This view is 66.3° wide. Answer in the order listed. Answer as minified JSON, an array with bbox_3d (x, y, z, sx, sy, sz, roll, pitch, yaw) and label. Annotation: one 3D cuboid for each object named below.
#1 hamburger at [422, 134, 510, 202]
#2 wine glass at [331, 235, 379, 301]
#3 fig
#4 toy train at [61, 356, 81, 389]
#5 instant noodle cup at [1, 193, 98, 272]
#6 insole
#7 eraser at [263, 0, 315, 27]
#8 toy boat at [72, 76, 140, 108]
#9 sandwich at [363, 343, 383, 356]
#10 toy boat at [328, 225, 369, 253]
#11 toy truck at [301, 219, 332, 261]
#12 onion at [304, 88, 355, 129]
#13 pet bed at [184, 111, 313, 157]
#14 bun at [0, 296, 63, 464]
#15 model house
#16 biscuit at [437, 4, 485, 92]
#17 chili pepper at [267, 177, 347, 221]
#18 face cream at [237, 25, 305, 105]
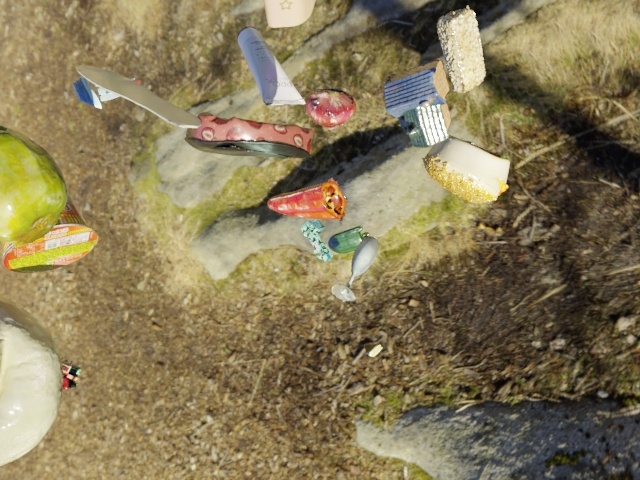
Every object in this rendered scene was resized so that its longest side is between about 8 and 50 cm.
[{"bbox_3d":[0.487,-0.233,1.642,0.276,0.294,0.179,-117,48,-71],"label":"hamburger"},{"bbox_3d":[0.097,0.069,1.285,0.066,0.198,0.066,18,138,17],"label":"wine glass"},{"bbox_3d":[-0.524,-0.112,0.836,0.167,0.167,0.234,-15,82,37],"label":"fig"},{"bbox_3d":[-0.786,0.391,1.470,0.087,0.137,0.050,-68,8,-23],"label":"toy train"},{"bbox_3d":[-0.617,-0.065,1.063,0.193,0.193,0.212,-40,72,30],"label":"instant noodle cup"},{"bbox_3d":[-0.242,-0.193,0.653,0.197,0.065,0.004,29,120,11],"label":"insole"},{"bbox_3d":[-0.046,-0.488,0.733,0.087,0.290,0.171,15,71,8],"label":"eraser"},{"bbox_3d":[-0.508,-0.351,1.166,0.034,0.149,0.106,120,146,-52],"label":"toy boat"},{"bbox_3d":[0.182,0.388,1.730,0.083,0.030,0.044,-19,45,58],"label":"sandwich"},{"bbox_3d":[0.122,0.003,2.184,0.210,0.052,0.104,-19,107,32],"label":"toy boat"},{"bbox_3d":[0.000,0.000,1.965,0.175,0.081,0.067,58,138,14],"label":"toy truck"},{"bbox_3d":[0.032,-0.451,1.707,0.184,0.184,0.147,34,139,34],"label":"onion"},{"bbox_3d":[-0.107,-0.151,0.739,0.201,0.201,0.054,9,95,38],"label":"pet bed"},{"bbox_3d":[-0.694,0.278,0.955,0.364,0.219,0.366,2,94,23],"label":"bun"},{"bbox_3d":[0.253,-0.340,1.265,0.166,0.172,0.183,-13,119,26],"label":"model house"},{"bbox_3d":[0.298,-0.400,1.040,0.082,0.169,0.070,-30,32,-7],"label":"biscuit"},{"bbox_3d":[-0.040,-0.076,0.973,0.168,0.088,0.065,-2,46,35],"label":"chili pepper"},{"bbox_3d":[-0.119,-0.372,1.062,0.244,0.092,0.058,63,149,30],"label":"face cream"}]
